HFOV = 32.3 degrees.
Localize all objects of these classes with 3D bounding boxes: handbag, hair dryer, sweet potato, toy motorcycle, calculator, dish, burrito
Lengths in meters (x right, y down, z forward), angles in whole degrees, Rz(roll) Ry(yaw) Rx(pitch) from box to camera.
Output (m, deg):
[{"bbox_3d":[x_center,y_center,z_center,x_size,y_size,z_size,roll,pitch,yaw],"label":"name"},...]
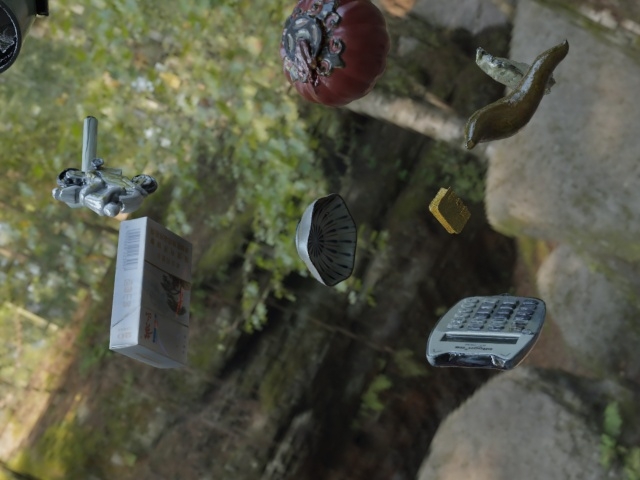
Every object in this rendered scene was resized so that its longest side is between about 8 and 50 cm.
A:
[{"bbox_3d":[0.259,-0.059,2.206,0.027,0.083,0.061,-2,48,54],"label":"handbag"},{"bbox_3d":[-0.565,-0.202,2.755,0.073,0.131,0.237,27,-121,-56],"label":"hair dryer"},{"bbox_3d":[0.291,-0.204,1.636,0.249,0.069,0.059,-42,35,-18],"label":"sweet potato"},{"bbox_3d":[-0.479,-0.107,2.467,0.151,0.228,0.074,-95,14,-47],"label":"toy motorcycle"},{"bbox_3d":[0.276,0.144,1.816,0.268,0.177,0.040,-47,-47,-56],"label":"calculator"},{"bbox_3d":[0.000,0.000,2.195,0.190,0.066,0.191,7,-98,-57],"label":"dish"},{"bbox_3d":[0.386,-0.321,2.143,0.063,0.229,0.058,-20,65,41],"label":"burrito"}]

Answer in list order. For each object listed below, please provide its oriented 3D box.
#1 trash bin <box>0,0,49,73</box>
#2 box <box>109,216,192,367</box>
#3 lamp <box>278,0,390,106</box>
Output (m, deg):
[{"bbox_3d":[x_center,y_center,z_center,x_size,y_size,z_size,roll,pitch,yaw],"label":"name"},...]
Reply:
[{"bbox_3d":[-0.790,-0.528,2.596,0.263,0.277,0.217,-100,10,-59],"label":"trash bin"},{"bbox_3d":[-0.293,0.094,1.932,0.149,0.067,0.233,32,-127,-54],"label":"box"},{"bbox_3d":[0.022,-0.367,2.091,0.227,0.226,0.227,-64,0,1],"label":"lamp"}]
